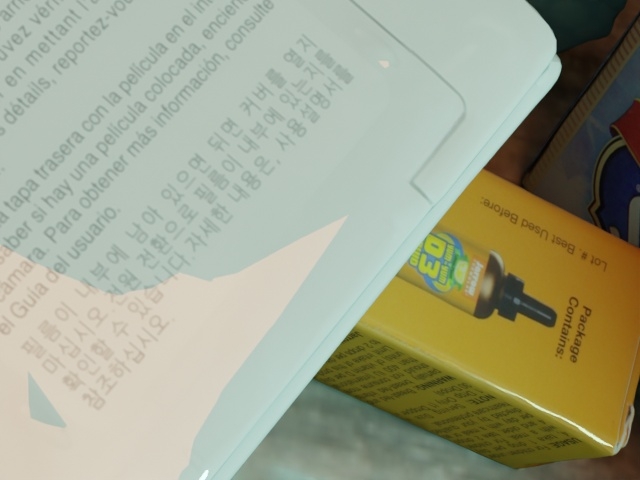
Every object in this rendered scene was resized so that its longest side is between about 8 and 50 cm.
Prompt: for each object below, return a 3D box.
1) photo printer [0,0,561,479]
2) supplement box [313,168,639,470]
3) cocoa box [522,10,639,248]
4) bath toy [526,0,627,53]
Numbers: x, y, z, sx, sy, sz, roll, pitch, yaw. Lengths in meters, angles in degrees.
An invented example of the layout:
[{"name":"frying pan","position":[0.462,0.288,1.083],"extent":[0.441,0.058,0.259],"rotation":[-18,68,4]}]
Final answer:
[{"name":"photo printer","position":[-0.122,-0.059,0.525],"extent":[0.307,0.107,0.256],"rotation":[40,65,-2]},{"name":"supplement box","position":[0.000,0.000,0.665],"extent":[0.233,0.080,0.078],"rotation":[26,66,-17]},{"name":"cocoa box","position":[0.281,0.022,0.670],"extent":[0.231,0.228,0.347],"rotation":[-20,68,-31]},{"name":"bath toy","position":[0.142,-0.237,0.785],"extent":[0.151,0.129,0.348],"rotation":[13,56,22]}]
